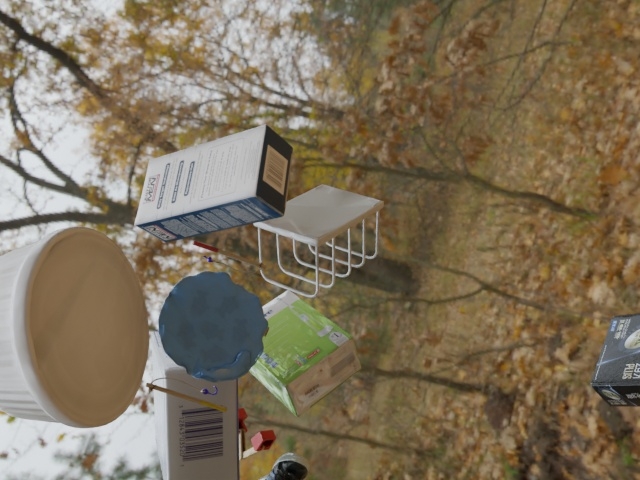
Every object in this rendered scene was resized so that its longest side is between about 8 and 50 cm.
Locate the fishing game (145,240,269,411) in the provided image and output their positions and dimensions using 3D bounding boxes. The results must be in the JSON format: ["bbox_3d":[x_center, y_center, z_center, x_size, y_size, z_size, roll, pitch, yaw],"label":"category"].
[{"bbox_3d":[-0.175,0.141,1.150,0.041,0.189,0.264,-32,44,59],"label":"fishing game"}]

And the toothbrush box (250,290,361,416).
[{"bbox_3d":[-0.069,0.273,1.746,0.206,0.283,0.122,-33,-51,-23],"label":"toothbrush box"}]

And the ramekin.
[{"bbox_3d":[-0.361,0.122,0.959,0.273,0.127,0.272,-8,-90,-74],"label":"ramekin"}]

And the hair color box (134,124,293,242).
[{"bbox_3d":[-0.234,-0.117,1.521,0.105,0.347,0.173,37,-128,-48],"label":"hair color box"}]

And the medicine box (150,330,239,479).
[{"bbox_3d":[-0.274,0.351,1.495,0.289,0.149,0.263,-153,61,-70],"label":"medicine box"}]

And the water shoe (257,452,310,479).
[{"bbox_3d":[-0.087,0.531,1.498,0.203,0.073,0.080,-53,12,37],"label":"water shoe"}]

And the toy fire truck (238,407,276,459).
[{"bbox_3d":[-0.206,0.500,1.758,0.047,0.135,0.192,9,-49,-50],"label":"toy fire truck"}]

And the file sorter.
[{"bbox_3d":[0.000,0.000,1.730,0.278,0.193,0.173,-30,-51,-46],"label":"file sorter"}]

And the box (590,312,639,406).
[{"bbox_3d":[0.641,0.234,1.385,0.147,0.077,0.180,-17,34,54],"label":"box"}]
